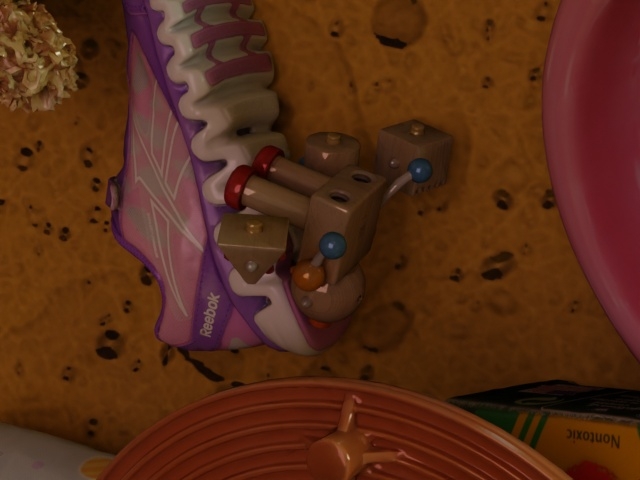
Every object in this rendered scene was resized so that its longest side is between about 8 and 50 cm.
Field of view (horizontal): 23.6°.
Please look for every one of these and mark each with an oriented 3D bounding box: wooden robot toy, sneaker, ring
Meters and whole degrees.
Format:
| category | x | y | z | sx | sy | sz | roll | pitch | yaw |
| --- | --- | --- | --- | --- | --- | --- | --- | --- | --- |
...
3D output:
| category | x | y | z | sx | sy | sz | roll | pitch | yaw |
| --- | --- | --- | --- | --- | --- | --- | --- | --- | --- |
| wooden robot toy | 0.000 | 0.000 | 0.730 | 0.076 | 0.173 | 0.079 | 18 | 120 | 22 |
| sneaker | -0.071 | -0.044 | 0.789 | 0.104 | 0.095 | 0.236 | -19 | 88 | 27 |
| ring | 0.010 | 0.224 | 0.662 | 0.336 | 0.032 | 0.336 | 6 | 103 | 28 |

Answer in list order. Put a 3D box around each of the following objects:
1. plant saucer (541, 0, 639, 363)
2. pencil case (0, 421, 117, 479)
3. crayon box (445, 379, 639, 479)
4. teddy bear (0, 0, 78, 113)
| category | x | y | z | sx | sy | sz | roll | pitch | yaw |
| --- | --- | --- | --- | --- | --- | --- | --- | --- | --- |
| plant saucer | 0.241 | -0.014 | 0.607 | 0.332 | 0.084 | 0.332 | 33 | 143 | 29 |
| pencil case | -0.096 | 0.179 | 0.796 | 0.273 | 0.113 | 0.124 | 10 | 115 | 19 |
| crayon box | 0.154 | 0.229 | 0.679 | 0.202 | 0.081 | 0.318 | -2 | 93 | 53 |
| teddy bear | -0.146 | -0.181 | 0.771 | 0.338 | 0.113 | 0.245 | -52 | 51 | 19 |
